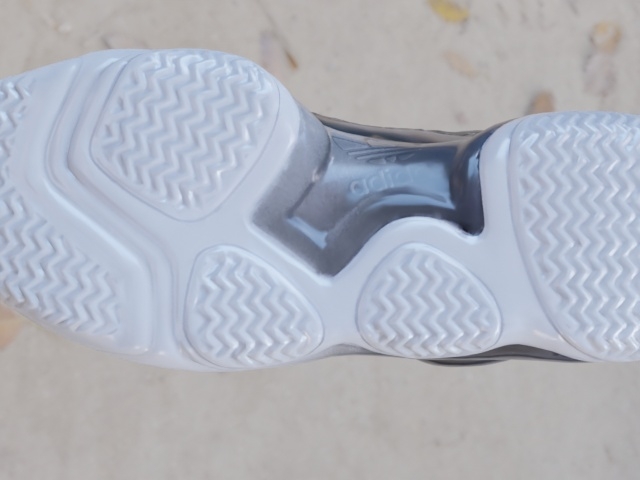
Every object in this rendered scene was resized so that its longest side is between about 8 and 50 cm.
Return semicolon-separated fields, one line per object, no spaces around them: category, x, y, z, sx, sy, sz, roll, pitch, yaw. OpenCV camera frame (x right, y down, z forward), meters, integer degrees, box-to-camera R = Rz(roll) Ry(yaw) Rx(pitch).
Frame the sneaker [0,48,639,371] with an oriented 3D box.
sneaker;0.000;0.000;0.585;0.269;0.153;0.101;5;84;-5
